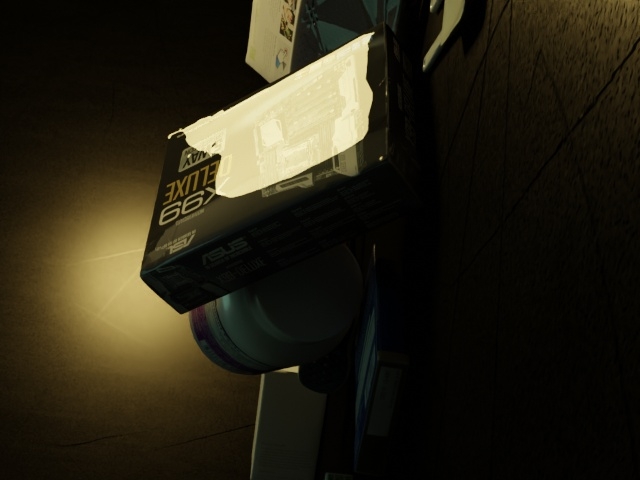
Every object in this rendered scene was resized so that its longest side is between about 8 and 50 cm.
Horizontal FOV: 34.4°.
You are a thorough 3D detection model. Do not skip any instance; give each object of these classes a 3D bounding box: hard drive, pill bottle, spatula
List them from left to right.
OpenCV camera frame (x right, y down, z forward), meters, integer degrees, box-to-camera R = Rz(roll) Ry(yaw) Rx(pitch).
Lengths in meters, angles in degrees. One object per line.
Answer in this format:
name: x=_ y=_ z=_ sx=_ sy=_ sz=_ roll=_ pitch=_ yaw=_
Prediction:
pill bottle: x=-0.055 y=0.073 z=1.257 sx=0.301 sy=0.169 sz=0.169 roll=150 pitch=128 yaw=-70
hard drive: x=0.042 y=-0.254 z=1.244 sx=0.172 sy=0.054 sz=0.254 roll=42 pitch=134 yaw=35
spatula: x=0.120 y=-0.248 z=0.965 sx=0.242 sy=0.019 sz=0.168 roll=131 pitch=145 yaw=-83

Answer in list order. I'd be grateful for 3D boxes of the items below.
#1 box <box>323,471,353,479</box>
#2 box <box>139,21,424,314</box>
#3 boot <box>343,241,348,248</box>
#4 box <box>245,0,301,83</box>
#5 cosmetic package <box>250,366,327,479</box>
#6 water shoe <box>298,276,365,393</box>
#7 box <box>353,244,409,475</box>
box: x=0.008 y=0.394 z=1.338 sx=0.207 sy=0.036 sz=0.114 roll=102 pitch=173 yaw=-54
box: x=-0.041 y=-0.078 z=1.121 sx=0.076 sy=0.307 sz=0.242 roll=49 pitch=-151 yaw=-34
boot: x=0.000 y=0.000 z=1.576 sx=0.220 sy=0.109 sz=0.283 roll=-149 pitch=64 yaw=-87
box: x=0.001 y=-0.291 z=1.415 sx=0.322 sy=0.059 sz=0.232 roll=47 pitch=137 yaw=46
cosmetic package: x=-0.054 y=0.311 z=1.805 sx=0.085 sy=0.117 sz=0.231 roll=-97 pitch=15 yaw=-69
water shoe: x=0.025 y=0.131 z=1.440 sx=0.080 sy=0.073 sz=0.203 roll=-60 pitch=-9 yaw=-50
box: x=0.060 y=0.113 z=1.057 sx=0.225 sy=0.037 sz=0.136 roll=-88 pitch=7 yaw=-61
